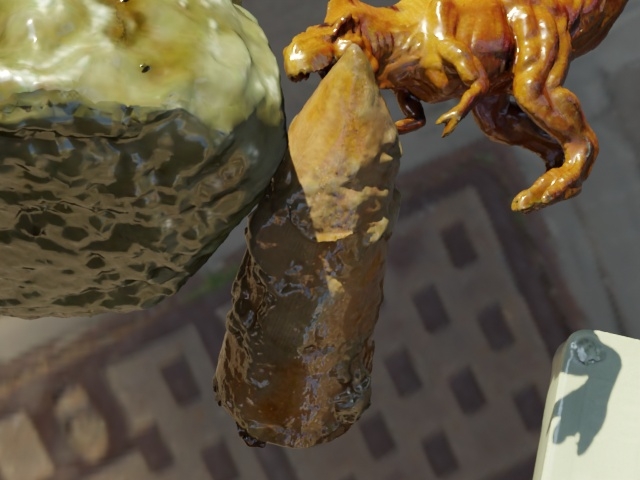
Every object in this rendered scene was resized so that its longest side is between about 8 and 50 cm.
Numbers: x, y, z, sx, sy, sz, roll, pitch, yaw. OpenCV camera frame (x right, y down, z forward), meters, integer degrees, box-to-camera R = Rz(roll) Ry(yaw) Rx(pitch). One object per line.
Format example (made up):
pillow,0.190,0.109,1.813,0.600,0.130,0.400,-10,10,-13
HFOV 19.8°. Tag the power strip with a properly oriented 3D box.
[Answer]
power strip,0.192,0.261,1.371,0.091,0.062,0.385,13,76,-2

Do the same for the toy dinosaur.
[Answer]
toy dinosaur,0.149,-0.123,1.282,0.432,0.097,0.208,-25,99,-37

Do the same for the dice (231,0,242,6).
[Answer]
dice,-0.166,-0.157,1.191,0.169,0.169,0.166,39,52,20

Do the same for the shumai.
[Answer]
shumai,-0.163,-0.134,0.975,0.292,0.330,0.289,36,54,-45

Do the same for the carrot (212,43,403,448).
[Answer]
carrot,0.000,0.000,1.045,0.101,0.102,0.263,4,129,-10
